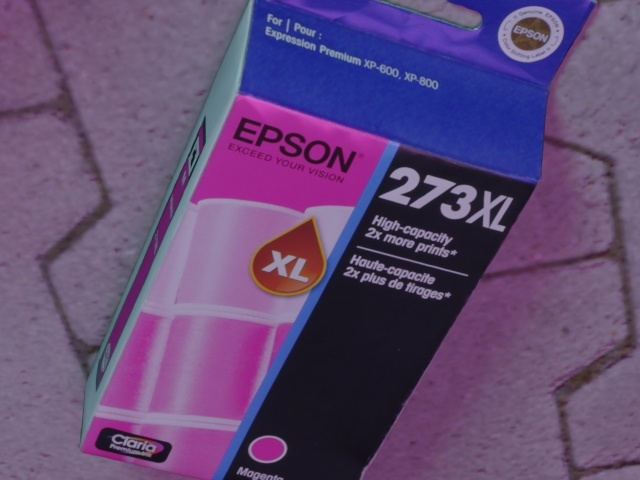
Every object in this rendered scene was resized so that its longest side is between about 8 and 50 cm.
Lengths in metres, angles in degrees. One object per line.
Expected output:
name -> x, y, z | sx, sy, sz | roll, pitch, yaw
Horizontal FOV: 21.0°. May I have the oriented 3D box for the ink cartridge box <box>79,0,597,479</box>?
ink cartridge box -> 0.000, 0.000, 0.974 | 0.175, 0.069, 0.371 | 16, 125, -15
